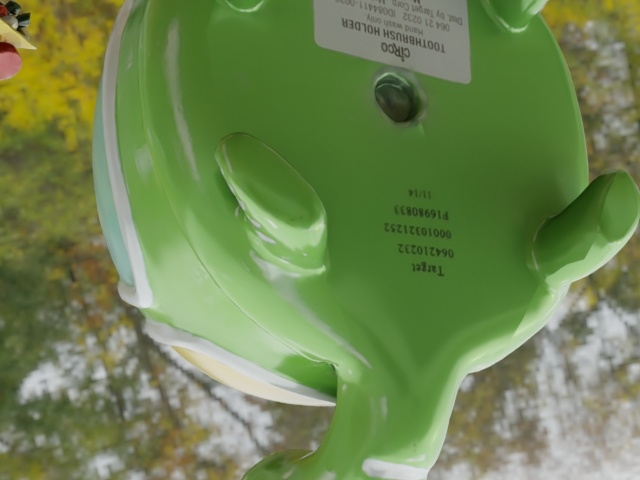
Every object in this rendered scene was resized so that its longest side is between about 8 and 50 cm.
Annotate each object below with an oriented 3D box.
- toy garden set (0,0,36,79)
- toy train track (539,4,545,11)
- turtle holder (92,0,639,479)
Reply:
[{"bbox_3d":[-0.293,-0.242,1.019,0.049,0.244,0.203,-33,-125,2],"label":"toy garden set"},{"bbox_3d":[0.172,-0.198,1.033,0.083,0.014,0.048,-57,-172,-17],"label":"toy train track"},{"bbox_3d":[0.012,-0.011,0.713,0.243,0.320,0.227,-24,175,-35],"label":"turtle holder"}]
